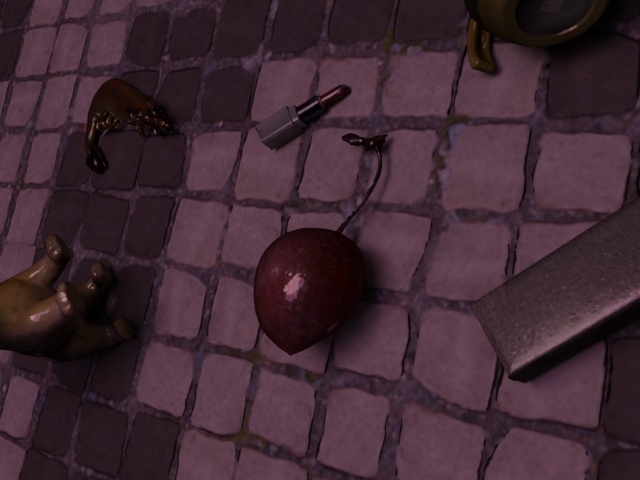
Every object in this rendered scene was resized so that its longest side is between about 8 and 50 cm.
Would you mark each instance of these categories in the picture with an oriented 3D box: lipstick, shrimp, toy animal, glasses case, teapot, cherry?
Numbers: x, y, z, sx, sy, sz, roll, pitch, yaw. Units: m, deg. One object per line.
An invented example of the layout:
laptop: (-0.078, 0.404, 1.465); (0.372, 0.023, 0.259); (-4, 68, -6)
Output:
lipstick: (-0.016, -0.133, 0.763); (0.107, 0.025, 0.025); (-27, 64, 19)
shrimp: (-0.255, -0.136, 0.923); (0.178, 0.034, 0.124); (33, 100, 38)
toy animal: (-0.319, 0.077, 0.797); (0.168, 0.233, 0.121); (-36, 65, 12)
glasses case: (0.217, 0.027, 0.544); (0.205, 0.047, 0.071); (-37, 55, 21)
teapot: (0.171, -0.219, 0.608); (0.166, 0.130, 0.119); (126, 149, -50)
cherry: (0.000, 0.000, 0.688); (0.107, 0.090, 0.226); (-11, 53, 47)
